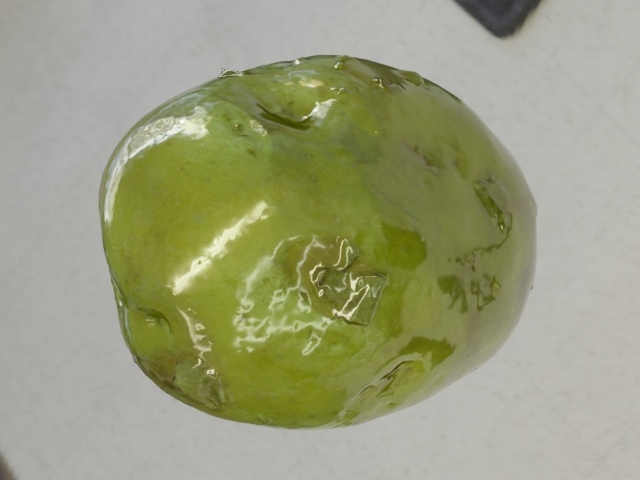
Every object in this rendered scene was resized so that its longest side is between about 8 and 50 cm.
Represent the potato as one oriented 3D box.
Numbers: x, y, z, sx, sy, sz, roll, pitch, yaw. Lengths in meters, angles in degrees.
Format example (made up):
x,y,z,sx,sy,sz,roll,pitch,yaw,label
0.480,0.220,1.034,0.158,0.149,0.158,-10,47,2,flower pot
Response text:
x,y,z,sx,sy,sz,roll,pitch,yaw,label
0.000,0.000,0.734,0.148,0.253,0.186,-44,53,35,potato
